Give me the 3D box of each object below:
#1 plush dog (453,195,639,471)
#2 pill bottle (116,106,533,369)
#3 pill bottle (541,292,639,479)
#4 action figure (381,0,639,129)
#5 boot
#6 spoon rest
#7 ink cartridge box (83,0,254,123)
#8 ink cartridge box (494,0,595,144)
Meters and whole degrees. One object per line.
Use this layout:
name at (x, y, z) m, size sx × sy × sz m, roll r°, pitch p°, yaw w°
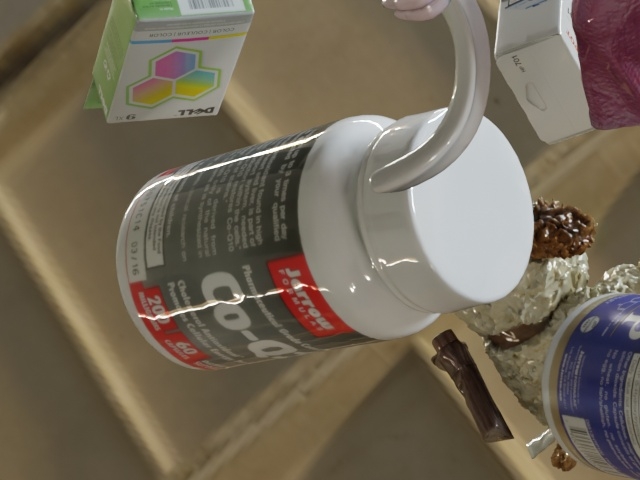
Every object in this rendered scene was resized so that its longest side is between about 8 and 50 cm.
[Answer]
plush dog at (0.197, 0.064, 1.557) m, size 0.210 × 0.225 × 0.262 m, roll -50°, pitch -168°, yaw -31°
pill bottle at (0.000, 0.000, 1.236) m, size 0.283 × 0.161 × 0.161 m, roll -13°, pitch -128°, yaw 42°
pill bottle at (0.222, 0.088, 0.964) m, size 0.187 × 0.112 × 0.112 m, roll 3°, pitch -121°, yaw 60°
action figure at (0.171, -0.212, 0.890) m, size 0.276 × 0.370 × 0.248 m, roll -14°, pitch -121°, yaw 18°
boot at (0.144, 0.145, 1.584) m, size 0.037 × 0.106 × 0.114 m, roll -33°, pitch -112°, yaw 4°
spoon rest at (0.034, -0.169, 0.973) m, size 0.084 × 0.137 × 0.276 m, roll -17°, pitch -92°, yaw 20°
ink cartridge box at (-0.141, -0.161, 1.549) m, size 0.209 × 0.109 × 0.062 m, roll 118°, pitch -40°, yaw -53°
ink cartridge box at (0.256, -0.222, 1.865) m, size 0.082 × 0.139 × 0.190 m, roll -18°, pitch -141°, yaw 24°
